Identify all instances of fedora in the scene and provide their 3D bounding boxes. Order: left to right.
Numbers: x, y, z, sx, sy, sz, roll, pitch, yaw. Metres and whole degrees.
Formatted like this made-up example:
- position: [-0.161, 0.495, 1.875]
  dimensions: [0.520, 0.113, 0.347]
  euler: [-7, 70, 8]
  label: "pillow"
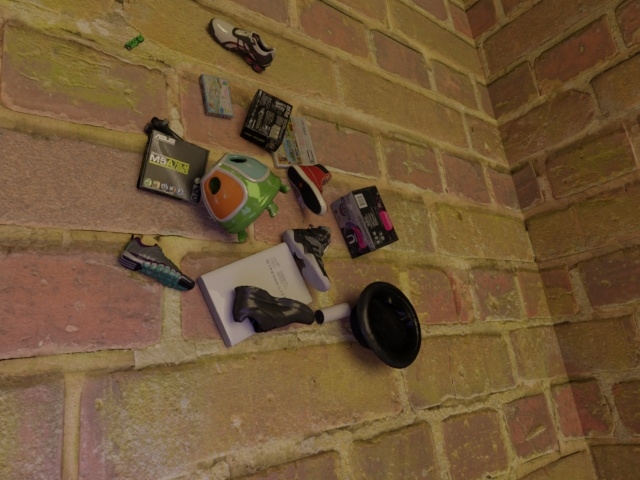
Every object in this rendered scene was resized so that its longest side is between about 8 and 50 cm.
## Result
- position: [0.226, 0.324, 1.705]
  dimensions: [0.334, 0.152, 0.334]
  euler: [16, 63, -35]
  label: "fedora"

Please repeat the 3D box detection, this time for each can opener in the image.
- position: [-0.474, -0.330, 1.468]
  dimensions: [0.186, 0.073, 0.059]
  euler: [36, 14, -27]
  label: "can opener"

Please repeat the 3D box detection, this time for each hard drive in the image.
- position: [-0.204, 0.166, 1.485]
  dimensions: [0.353, 0.047, 0.233]
  euler: [-23, 88, -44]
  label: "hard drive"

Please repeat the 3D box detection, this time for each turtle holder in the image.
- position: [-0.244, -0.177, 1.458]
  dimensions: [0.227, 0.243, 0.320]
  euler: [43, 51, -18]
  label: "turtle holder"

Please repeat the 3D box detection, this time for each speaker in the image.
- position: [0.045, 0.265, 1.645]
  dimensions: [0.136, 0.055, 0.055]
  euler: [-8, 77, -41]
  label: "speaker"

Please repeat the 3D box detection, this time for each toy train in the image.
- position: [-0.617, -0.658, 1.501]
  dimensions: [0.024, 0.017, 0.083]
  euler: [51, 47, -25]
  label: "toy train"

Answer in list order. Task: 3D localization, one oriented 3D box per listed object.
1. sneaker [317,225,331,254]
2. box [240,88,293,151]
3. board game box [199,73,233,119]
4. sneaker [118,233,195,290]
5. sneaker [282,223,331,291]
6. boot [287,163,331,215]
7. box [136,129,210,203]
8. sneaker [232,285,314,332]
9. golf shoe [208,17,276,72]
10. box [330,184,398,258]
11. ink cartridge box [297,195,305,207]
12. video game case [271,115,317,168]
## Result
- position: [0.000, 0.000, 1.729]
  dimensions: [0.058, 0.052, 0.135]
  euler: [23, 51, -20]
  label: "sneaker"
- position: [-0.200, -0.448, 1.692]
  dimensions: [0.147, 0.077, 0.180]
  euler: [21, 66, -19]
  label: "box"
- position: [-0.377, -0.520, 1.637]
  dimensions: [0.103, 0.026, 0.154]
  euler: [0, 72, -40]
  label: "board game box"
- position: [-0.453, 0.061, 1.299]
  dimensions: [0.223, 0.083, 0.098]
  euler: [31, 50, -26]
  label: "sneaker"
- position: [-0.009, 0.049, 1.603]
  dimensions: [0.153, 0.101, 0.269]
  euler: [-23, 65, -30]
  label: "sneaker"
- position: [0.002, -0.203, 1.737]
  dimensions: [0.176, 0.088, 0.244]
  euler: [-10, 57, -37]
  label: "boot"
- position: [-0.455, -0.225, 1.412]
  dimensions: [0.190, 0.045, 0.184]
  euler: [17, 79, -34]
  label: "box"
- position: [-0.150, 0.233, 1.417]
  dimensions: [0.286, 0.109, 0.130]
  euler: [20, 70, -25]
  label: "sneaker"
- position: [-0.297, -0.781, 1.752]
  dimensions: [0.272, 0.120, 0.105]
  euler: [29, 57, -26]
  label: "golf shoe"
- position: [0.175, -0.074, 1.836]
  dimensions: [0.163, 0.142, 0.247]
  euler: [-19, 84, -41]
  label: "box"
- position: [-0.047, -0.164, 1.764]
  dimensions: [0.083, 0.028, 0.048]
  euler: [-33, 93, -42]
  label: "ink cartridge box"
- position: [-0.119, -0.393, 1.802]
  dimensions: [0.206, 0.026, 0.227]
  euler: [-6, 77, -41]
  label: "video game case"
